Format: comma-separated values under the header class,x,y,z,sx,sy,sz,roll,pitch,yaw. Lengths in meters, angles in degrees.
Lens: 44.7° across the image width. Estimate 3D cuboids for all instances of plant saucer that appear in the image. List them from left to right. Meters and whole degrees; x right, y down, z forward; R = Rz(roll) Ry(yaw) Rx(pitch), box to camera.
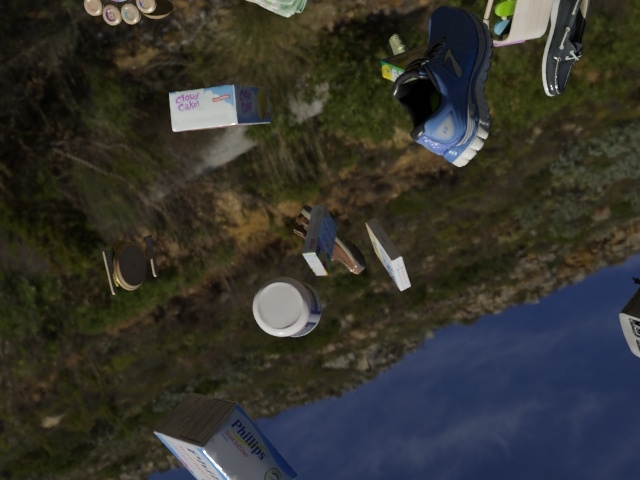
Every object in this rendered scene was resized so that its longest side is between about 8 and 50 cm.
class,x,y,z,sx,sy,sz,roll,pitch,yaw
plant saucer,-0.400,-0.564,1.901,0.083,0.015,0.083,2,-135,-2

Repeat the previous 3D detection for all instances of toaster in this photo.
class,x,y,z,sx,sy,sz,roll,pitch,yaw
toaster,0.802,0.201,1.819,0.110,0.168,0.185,-43,-145,-19

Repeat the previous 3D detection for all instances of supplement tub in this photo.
class,x,y,z,sx,sy,sz,roll,pitch,yaw
supplement tub,-0.101,0.222,2.572,0.191,0.191,0.272,-18,170,8

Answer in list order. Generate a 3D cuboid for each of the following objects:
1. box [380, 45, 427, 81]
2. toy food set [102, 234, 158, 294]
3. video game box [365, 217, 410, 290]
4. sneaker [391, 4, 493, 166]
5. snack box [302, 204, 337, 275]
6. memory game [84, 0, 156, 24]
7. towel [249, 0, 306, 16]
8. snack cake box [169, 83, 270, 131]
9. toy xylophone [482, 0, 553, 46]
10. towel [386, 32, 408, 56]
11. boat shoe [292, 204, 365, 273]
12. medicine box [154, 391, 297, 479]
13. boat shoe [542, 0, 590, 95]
class,x,y,z,sx,sy,sz,roll,pitch,yaw
box,0.209,-0.340,1.555,0.105,0.043,0.179,-23,-146,-18
toy food set,-0.493,0.061,1.987,0.038,0.133,0.192,-5,-171,26
video game box,0.236,0.048,2.707,0.048,0.187,0.205,-27,-130,-6
sneaker,0.208,-0.291,1.346,0.130,0.147,0.330,133,-32,-51
snack box,0.000,0.000,1.887,0.037,0.100,0.141,-2,-125,20
memory game,-0.359,-0.466,1.350,0.186,0.186,0.012,-11,-160,23
towel,-0.119,-0.564,1.435,0.324,0.248,0.038,28,-168,34
snack cake box,-0.224,-0.303,1.785,0.152,0.089,0.264,-3,-171,12
toy xylophone,0.482,-0.619,1.890,0.236,0.323,0.081,-7,-144,-30
towel,0.216,-0.493,2.074,0.027,0.110,0.148,-31,180,1
boat shoe,0.022,0.016,2.466,0.116,0.123,0.324,-51,-132,7
medicine box,-0.247,0.544,1.999,0.149,0.263,0.289,-46,-159,-27
boat shoe,0.700,-0.561,2.210,0.091,0.303,0.114,14,-161,38
